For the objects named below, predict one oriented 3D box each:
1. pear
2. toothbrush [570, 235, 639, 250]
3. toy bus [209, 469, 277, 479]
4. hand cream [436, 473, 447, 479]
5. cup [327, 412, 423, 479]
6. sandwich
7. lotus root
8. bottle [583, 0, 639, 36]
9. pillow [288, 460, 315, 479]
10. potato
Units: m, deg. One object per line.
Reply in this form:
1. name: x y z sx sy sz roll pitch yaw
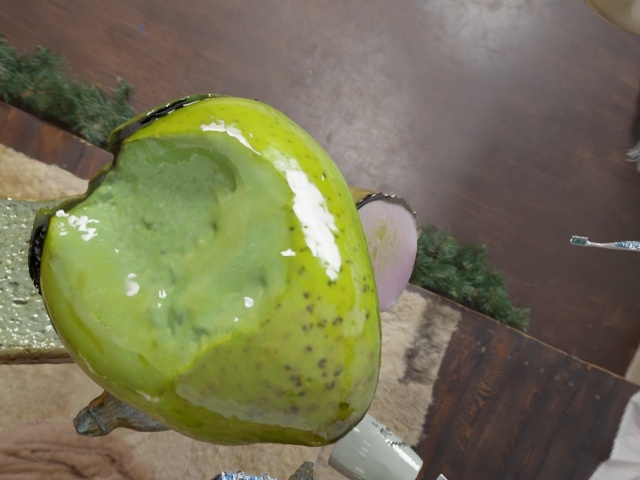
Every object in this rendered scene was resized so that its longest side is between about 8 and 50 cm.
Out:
1. pear: -0.075 0.050 0.404 0.292 0.159 0.292 -3 82 18
2. toothbrush: 0.417 0.010 0.683 0.162 0.017 0.014 9 62 24
3. toy bus: -0.260 0.863 1.751 0.234 0.133 0.116 26 122 -35
4. hand cream: 0.143 0.249 0.329 0.210 0.043 0.067 40 53 13
5. cup: 0.175 0.642 1.553 0.234 0.258 0.186 29 87 17
6. sandwich: -0.432 0.060 0.832 0.249 0.095 0.273 -3 69 -5
7. lotus root: -0.268 0.258 0.933 0.322 0.158 0.140 -7 125 -35
8. bottle: 0.427 -0.371 0.595 0.148 0.236 0.147 7 56 -10
9. pillow: -0.036 0.328 0.470 0.034 0.255 0.188 -2 83 8
10. potato: 0.000 0.000 0.918 0.229 0.266 0.229 -14 111 -42
